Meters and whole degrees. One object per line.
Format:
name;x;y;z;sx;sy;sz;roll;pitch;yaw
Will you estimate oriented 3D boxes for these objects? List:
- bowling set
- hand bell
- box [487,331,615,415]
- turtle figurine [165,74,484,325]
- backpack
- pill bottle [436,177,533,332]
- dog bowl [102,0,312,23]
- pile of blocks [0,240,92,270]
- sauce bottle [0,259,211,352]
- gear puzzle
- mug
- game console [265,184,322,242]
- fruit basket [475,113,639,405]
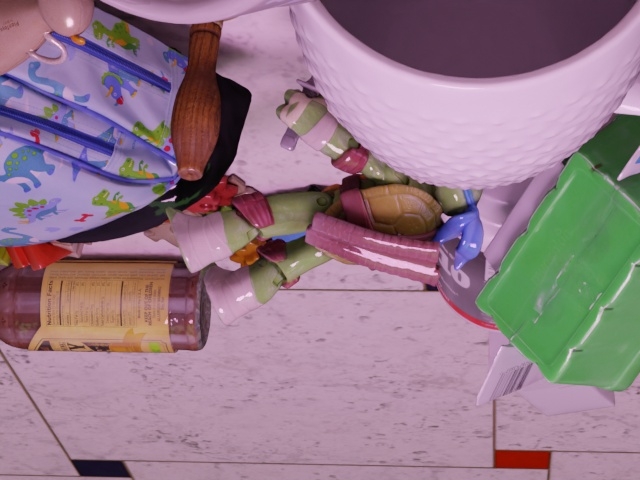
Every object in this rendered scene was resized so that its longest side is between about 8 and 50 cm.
bowling set;-0.209;-0.283;1.333;0.154;0.287;0.200;-15;-167;47
hand bell;-0.092;-0.159;1.448;0.126;0.242;0.126;2;154;1
box;0.272;0.116;2.114;0.091;0.130;0.170;-12;150;28
turtle figurine;-0.003;-0.057;1.625;0.266;0.275;0.198;-24;174;2
backpack;-0.290;-0.119;1.592;0.290;0.273;0.355;-10;141;37
pill bottle;0.190;-0.032;1.778;0.161;0.161;0.283;1;154;4
dog bowl;-0.089;-0.290;1.092;0.348;0.102;0.349;20;127;29
pile of blocks;-0.406;-0.034;1.854;0.362;0.113;0.149;18;165;-12
sauce bottle;-0.303;0.076;2.125;0.344;0.111;0.111;1;154;7
gear puzzle;-0.142;-0.021;1.973;0.175;0.044;0.339;-14;150;32
mug;0.161;-0.168;1.344;0.374;0.276;0.328;13;164;7
game console;0.000;0.000;1.963;0.107;0.071;0.122;33;168;27
fruit basket;0.306;-0.010;1.646;0.353;0.165;0.327;-23;150;-50
